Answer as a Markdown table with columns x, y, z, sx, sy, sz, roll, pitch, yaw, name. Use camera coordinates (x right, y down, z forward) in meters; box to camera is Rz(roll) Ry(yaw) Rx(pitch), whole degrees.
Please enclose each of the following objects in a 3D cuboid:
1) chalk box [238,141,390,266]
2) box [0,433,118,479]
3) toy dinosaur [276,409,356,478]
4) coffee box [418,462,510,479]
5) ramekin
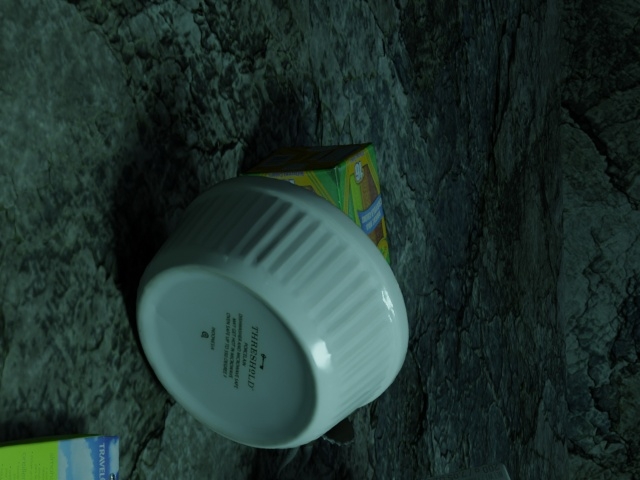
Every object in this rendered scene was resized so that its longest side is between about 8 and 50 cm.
| x | y | z | sx | sy | sz | roll | pitch | yaw | name |
| --- | --- | --- | --- | --- | --- | --- | --- | --- | --- |
| 0.000 | 0.000 | 1.493 | 0.132 | 0.132 | 0.213 | -41 | 125 | -61 | chalk box |
| -0.236 | 0.222 | 1.036 | 0.178 | 0.042 | 0.109 | 12 | 78 | -66 | box |
| 0.011 | 0.143 | 1.378 | 0.313 | 0.121 | 0.160 | 113 | -34 | -61 | toy dinosaur |
| 0.100 | 0.498 | 1.293 | 0.334 | 0.337 | 0.338 | -103 | 178 | -63 | coffee box |
| -0.060 | 0.082 | 1.202 | 0.127 | 0.273 | 0.273 | -44 | 128 | -45 | ramekin |
